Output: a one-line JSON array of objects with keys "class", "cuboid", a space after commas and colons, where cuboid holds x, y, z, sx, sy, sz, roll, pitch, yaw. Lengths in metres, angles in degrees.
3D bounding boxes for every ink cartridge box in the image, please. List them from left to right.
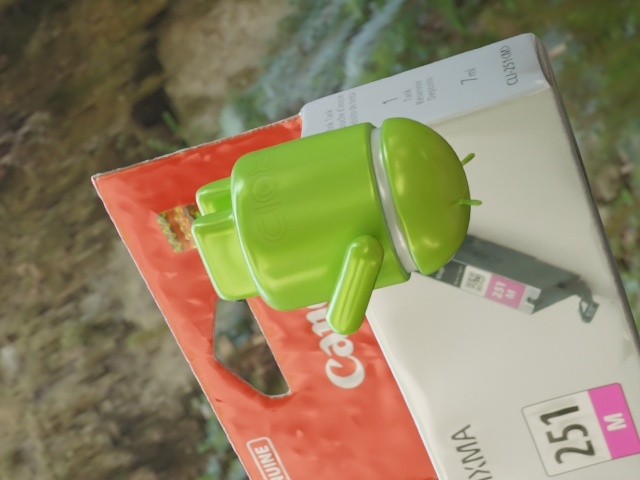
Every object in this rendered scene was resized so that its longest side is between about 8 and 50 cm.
[{"class": "ink cartridge box", "cuboid": [0.040, 0.048, 0.941, 0.060, 0.239, 0.275, -93, -17, -54]}]

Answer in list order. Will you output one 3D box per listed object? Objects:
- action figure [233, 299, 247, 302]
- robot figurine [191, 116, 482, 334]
[{"class": "action figure", "cuboid": [0.000, 0.000, 1.281, 0.285, 0.185, 0.099, 50, -148, -82]}, {"class": "robot figurine", "cuboid": [0.008, -0.011, 0.724, 0.101, 0.115, 0.067, -88, -19, -59]}]
